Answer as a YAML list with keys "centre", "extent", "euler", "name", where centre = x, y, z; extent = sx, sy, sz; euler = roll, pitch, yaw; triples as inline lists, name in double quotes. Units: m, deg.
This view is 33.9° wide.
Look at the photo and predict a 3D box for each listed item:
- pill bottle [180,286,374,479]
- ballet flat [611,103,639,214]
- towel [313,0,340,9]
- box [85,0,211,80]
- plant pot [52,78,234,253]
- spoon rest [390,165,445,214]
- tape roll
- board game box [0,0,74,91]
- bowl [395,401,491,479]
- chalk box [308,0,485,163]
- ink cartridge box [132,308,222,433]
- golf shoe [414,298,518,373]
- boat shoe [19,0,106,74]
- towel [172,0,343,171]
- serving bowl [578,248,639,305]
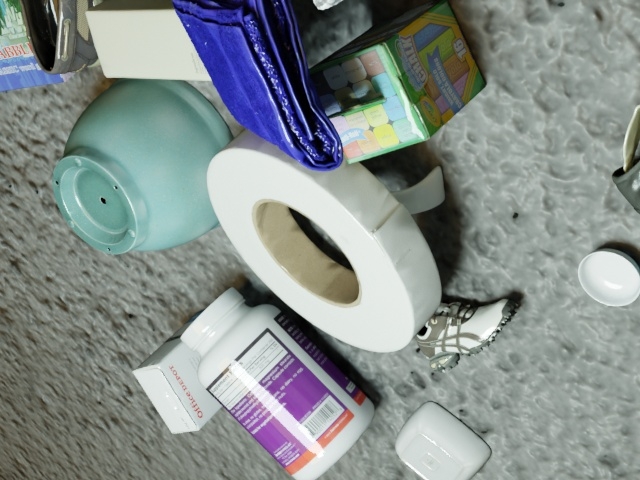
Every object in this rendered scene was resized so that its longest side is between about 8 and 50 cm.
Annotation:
- centre: [-0.076, 0.234, 1.745]
  extent: [0.323, 0.181, 0.181]
  euler: [45, 137, 3]
  name: "pill bottle"
- centre: [0.399, -0.141, 1.167]
  extent: [0.096, 0.095, 0.280]
  euler: [42, 138, 23]
  name: "ballet flat"
- centre: [0.030, -0.422, 1.145]
  extent: [0.121, 0.235, 0.283]
  euler: [23, 131, 27]
  name: "towel"
- centre: [-0.202, -0.297, 1.520]
  extent: [0.275, 0.094, 0.113]
  euler: [10, 125, 34]
  name: "box"
- centre: [-0.295, -0.098, 1.665]
  extent: [0.293, 0.196, 0.293]
  euler: [20, 131, 25]
  name: "plant pot"
- centre: [0.036, -0.083, 1.496]
  extent: [0.276, 0.084, 0.137]
  euler: [10, 128, 32]
  name: "spoon rest"
- centre: [0.000, 0.000, 1.513]
  extent: [0.392, 0.072, 0.392]
  euler: [34, 152, 21]
  name: "tape roll"
- centre: [-0.588, -0.393, 1.719]
  extent: [0.319, 0.066, 0.318]
  euler: [-3, 124, 30]
  name: "board game box"
- centre: [0.190, 0.346, 1.714]
  extent: [0.142, 0.053, 0.142]
  euler: [39, 138, 9]
  name: "bowl"
- centre: [0.083, -0.186, 1.288]
  extent: [0.132, 0.213, 0.132]
  euler: [-12, 112, 43]
  name: "chalk box"
- centre: [-0.214, 0.225, 1.840]
  extent: [0.082, 0.191, 0.139]
  euler: [-15, 109, 44]
  name: "ink cartridge box"
- centre: [0.201, 0.122, 1.523]
  extent: [0.094, 0.077, 0.198]
  euler: [48, 136, -1]
  name: "golf shoe"
- centre: [-0.409, -0.412, 1.570]
  extent: [0.132, 0.130, 0.355]
  euler: [7, 124, 34]
  name: "boat shoe"
- centre: [-0.087, -0.208, 1.266]
  extent: [0.308, 0.076, 0.227]
  euler: [39, 153, 64]
  name: "towel"
- centre: [0.379, 0.043, 1.360]
  extent: [0.083, 0.027, 0.083]
  euler: [21, 132, 26]
  name: "serving bowl"
